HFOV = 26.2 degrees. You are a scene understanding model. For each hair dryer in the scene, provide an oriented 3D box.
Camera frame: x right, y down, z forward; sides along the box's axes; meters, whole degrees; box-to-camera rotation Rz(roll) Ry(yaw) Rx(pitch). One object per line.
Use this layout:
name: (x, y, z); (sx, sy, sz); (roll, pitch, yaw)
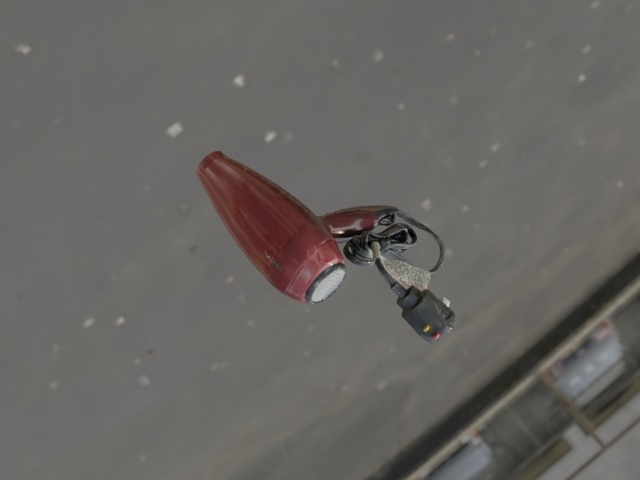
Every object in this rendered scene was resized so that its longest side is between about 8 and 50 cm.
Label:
hair dryer: (0.000, 0.000, 1.410); (0.080, 0.294, 0.223); (-56, -165, 19)
